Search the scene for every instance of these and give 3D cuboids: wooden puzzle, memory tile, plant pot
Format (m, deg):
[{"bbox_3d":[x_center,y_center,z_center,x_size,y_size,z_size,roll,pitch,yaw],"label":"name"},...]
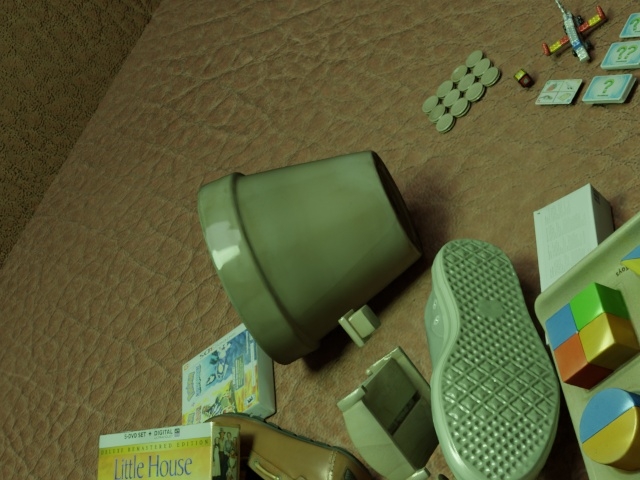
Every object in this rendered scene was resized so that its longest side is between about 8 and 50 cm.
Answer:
[{"bbox_3d":[0.391,0.129,1.497,0.322,0.081,0.347,-45,44,36],"label":"wooden puzzle"},{"bbox_3d":[0.244,-0.259,2.232,0.148,0.012,0.113,-46,33,12],"label":"memory tile"},{"bbox_3d":[0.000,0.000,2.063,0.280,0.323,0.323,-25,39,11],"label":"plant pot"}]

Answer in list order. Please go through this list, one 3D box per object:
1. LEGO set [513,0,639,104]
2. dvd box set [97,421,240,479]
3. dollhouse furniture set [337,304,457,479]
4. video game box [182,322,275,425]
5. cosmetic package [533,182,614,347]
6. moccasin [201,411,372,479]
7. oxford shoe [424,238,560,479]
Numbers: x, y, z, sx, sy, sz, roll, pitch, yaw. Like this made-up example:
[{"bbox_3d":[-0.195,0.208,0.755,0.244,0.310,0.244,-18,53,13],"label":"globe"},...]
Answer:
[{"bbox_3d":[0.409,-0.298,2.024,0.244,0.060,0.182,6,61,54],"label":"LEGO set"},{"bbox_3d":[-0.239,0.494,1.940,0.308,0.062,0.420,-13,70,46],"label":"dvd box set"},{"bbox_3d":[0.058,0.296,1.612,0.174,0.355,0.303,-38,-3,20],"label":"dollhouse furniture set"},{"bbox_3d":[-0.162,0.254,2.221,0.187,0.048,0.205,-38,35,26],"label":"video game box"},{"bbox_3d":[0.355,0.042,1.761,0.099,0.060,0.239,-28,41,31],"label":"cosmetic package"},{"bbox_3d":[-0.085,0.362,1.956,0.380,0.139,0.147,13,60,45],"label":"moccasin"},{"bbox_3d":[0.215,0.177,1.711,0.449,0.169,0.130,-91,12,-53],"label":"oxford shoe"}]
